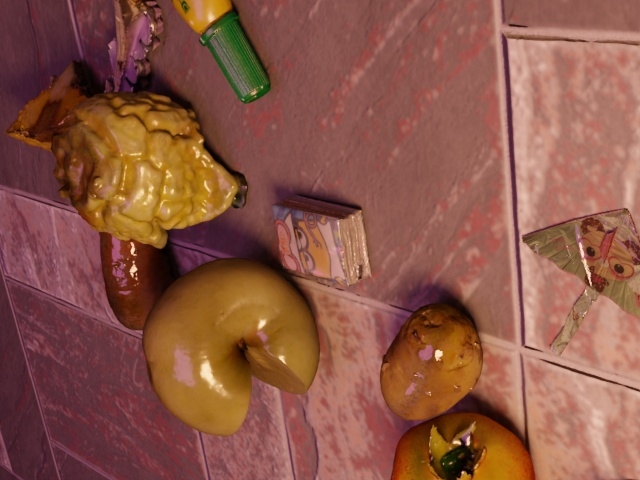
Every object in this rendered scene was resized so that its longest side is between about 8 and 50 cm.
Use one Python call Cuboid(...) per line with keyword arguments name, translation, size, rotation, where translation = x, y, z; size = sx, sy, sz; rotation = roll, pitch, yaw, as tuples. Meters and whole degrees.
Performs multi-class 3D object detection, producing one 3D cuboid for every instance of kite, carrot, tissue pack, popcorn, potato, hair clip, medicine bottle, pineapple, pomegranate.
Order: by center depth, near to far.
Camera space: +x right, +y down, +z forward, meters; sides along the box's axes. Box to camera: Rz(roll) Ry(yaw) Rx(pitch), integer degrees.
Cuboid(name="kite", translation=(0.339, 0.061, 1.260), size=(0.229, 0.012, 0.250), rotation=(40, 138, 28))
Cuboid(name="pomegranate", translation=(0.196, 0.343, 1.407), size=(0.221, 0.221, 0.257), rotation=(36, 161, 30))
Cuboid(name="potato", translation=(0.157, 0.171, 1.428), size=(0.137, 0.137, 0.176), rotation=(46, 125, 21))
Cuboid(name="medicine bottle", translation=(-0.172, -0.351, 1.548), size=(0.309, 0.076, 0.111), rotation=(62, 148, 3))
Cuboid(name="tissue pack", translation=(0.000, 0.000, 1.565), size=(0.155, 0.065, 0.116), rotation=(13, 120, 44))
Cuboid(name="popcorn", translation=(-0.320, -0.118, 1.725), size=(0.293, 0.237, 0.293), rotation=(23, 123, 41))
Cuboid(name="hair clip", translation=(-0.331, -0.339, 1.742), size=(0.106, 0.084, 0.292), rotation=(44, 143, 15))
Cuboid(name="carrot", translation=(-0.363, 0.026, 1.945), size=(0.138, 0.138, 0.302), rotation=(7, 116, 47))
Cuboid(name="pineapple", translation=(-0.472, -0.248, 1.953), size=(0.249, 0.140, 0.164), rotation=(-11, 62, 36))

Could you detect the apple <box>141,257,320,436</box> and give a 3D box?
Cuboid(name="apple", translation=(-0.148, 0.174, 1.658), size=(0.254, 0.292, 0.292), rotation=(-4, 109, 66))
